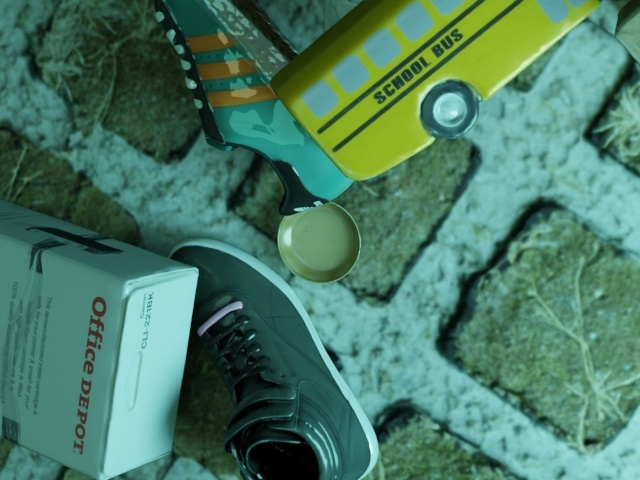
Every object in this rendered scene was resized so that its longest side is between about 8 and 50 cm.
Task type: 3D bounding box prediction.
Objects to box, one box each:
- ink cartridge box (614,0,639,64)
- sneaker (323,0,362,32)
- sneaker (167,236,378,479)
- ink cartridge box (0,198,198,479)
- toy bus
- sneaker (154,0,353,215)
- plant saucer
[{"bbox_3d":[0.351,-0.223,1.136,0.235,0.193,0.088,-42,90,19],"label":"ink cartridge box"},{"bbox_3d":[0.046,-0.255,1.266,0.087,0.092,0.228,12,105,11],"label":"sneaker"},{"bbox_3d":[-0.061,0.126,1.345,0.105,0.147,0.295,-37,89,21],"label":"sneaker"},{"bbox_3d":[-0.266,0.089,1.372,0.273,0.114,0.196,18,106,30],"label":"ink cartridge box"},{"bbox_3d":[0.125,-0.189,1.202,0.333,0.108,0.130,-40,104,5],"label":"toy bus"},{"bbox_3d":[-0.086,-0.152,1.314,0.121,0.108,0.302,-41,90,15],"label":"sneaker"},{"bbox_3d":[0.000,0.000,1.371,0.083,0.015,0.083,3,101,15],"label":"plant saucer"}]
